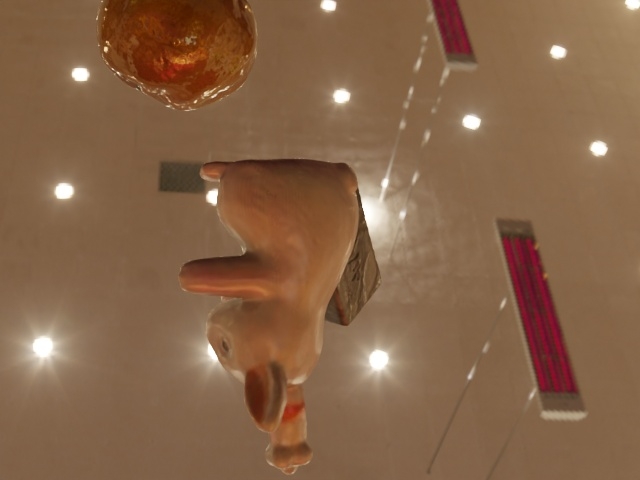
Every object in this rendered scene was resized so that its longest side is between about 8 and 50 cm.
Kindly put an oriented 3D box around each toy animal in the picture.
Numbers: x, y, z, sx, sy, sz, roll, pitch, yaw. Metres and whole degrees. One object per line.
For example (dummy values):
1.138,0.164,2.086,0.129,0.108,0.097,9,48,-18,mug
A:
-0.053,0.060,0.856,0.138,0.140,0.282,13,-93,19,toy animal

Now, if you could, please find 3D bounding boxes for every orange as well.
-0.246,-0.347,1.638,0.279,0.279,0.235,27,-103,14,orange

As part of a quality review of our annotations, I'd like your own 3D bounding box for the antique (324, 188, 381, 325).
0.000,0.000,1.124,0.086,0.183,0.088,14,-133,33,antique
